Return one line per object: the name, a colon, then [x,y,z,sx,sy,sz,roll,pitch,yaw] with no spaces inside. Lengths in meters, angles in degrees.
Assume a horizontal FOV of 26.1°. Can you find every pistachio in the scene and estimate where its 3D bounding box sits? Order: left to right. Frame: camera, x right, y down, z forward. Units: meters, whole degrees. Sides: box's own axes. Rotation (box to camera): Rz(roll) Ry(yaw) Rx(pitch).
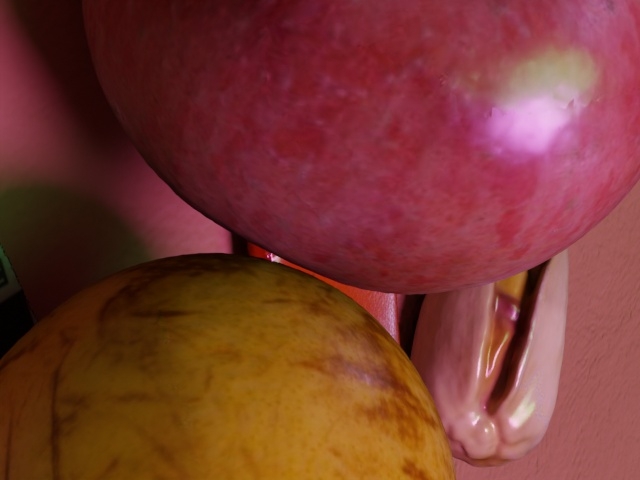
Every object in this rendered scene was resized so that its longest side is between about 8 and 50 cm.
pistachio: [0.131,0.077,1.084,0.145,0.117,0.201,84,14,-82]

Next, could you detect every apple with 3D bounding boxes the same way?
apple: [0.028,-0.118,0.762,0.345,0.344,0.269,-45,164,-34]

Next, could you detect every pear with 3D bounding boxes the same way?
pear: [-0.059,0.149,0.706,0.280,0.280,0.281,-13,108,-47]

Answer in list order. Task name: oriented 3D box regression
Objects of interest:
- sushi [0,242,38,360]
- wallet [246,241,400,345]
sushi: [-0.225,0.108,0.738,0.201,0.031,0.139,-44,130,-37]
wallet: [0.000,0.000,0.962,0.142,0.045,0.204,-23,115,-45]
